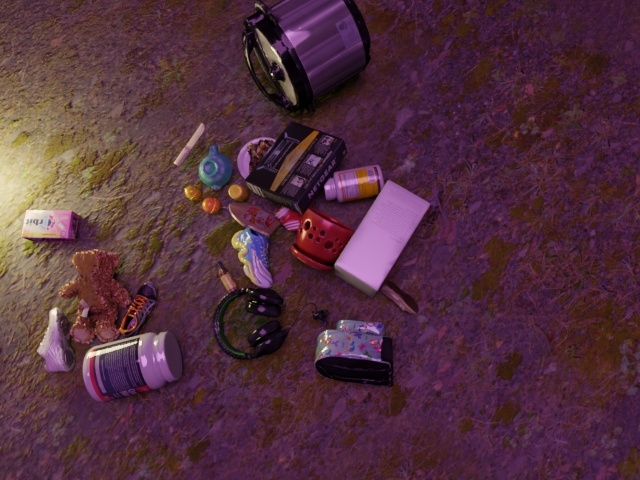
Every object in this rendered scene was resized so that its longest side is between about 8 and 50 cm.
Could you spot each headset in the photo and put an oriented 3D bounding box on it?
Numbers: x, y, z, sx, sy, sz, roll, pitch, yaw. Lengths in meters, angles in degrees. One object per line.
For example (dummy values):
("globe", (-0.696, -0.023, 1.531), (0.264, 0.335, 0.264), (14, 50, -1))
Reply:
("headset", (-0.176, 0.279, 1.695), (0.395, 0.185, 0.243), (-10, 81, 16))

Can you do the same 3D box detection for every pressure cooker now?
("pressure cooker", (-0.073, -0.708, 1.797), (0.421, 0.375, 0.369), (-34, 80, -7))

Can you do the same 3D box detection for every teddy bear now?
("teddy bear", (-0.804, 0.203, 1.751), (0.245, 0.113, 0.337), (-20, 83, 5))

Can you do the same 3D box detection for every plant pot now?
("plant pot", (0.000, 0.000, 1.703), (0.191, 0.191, 0.174), (31, 100, 10))

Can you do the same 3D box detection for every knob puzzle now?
("knob puzzle", (-0.247, -0.081, 1.761), (0.213, 0.213, 0.029), (29, 116, 9))

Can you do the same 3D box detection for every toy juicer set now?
("toy juicer set", (-0.434, -0.250, 1.852), (0.209, 0.089, 0.328), (-33, 85, 8))

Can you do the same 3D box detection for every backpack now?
("backpack", (0.108, 0.371, 1.594), (0.254, 0.225, 0.191), (-3, 53, 7))

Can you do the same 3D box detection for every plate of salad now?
("plate of salad", (-0.222, -0.310, 1.870), (0.200, 0.048, 0.199), (-1, 76, 3))

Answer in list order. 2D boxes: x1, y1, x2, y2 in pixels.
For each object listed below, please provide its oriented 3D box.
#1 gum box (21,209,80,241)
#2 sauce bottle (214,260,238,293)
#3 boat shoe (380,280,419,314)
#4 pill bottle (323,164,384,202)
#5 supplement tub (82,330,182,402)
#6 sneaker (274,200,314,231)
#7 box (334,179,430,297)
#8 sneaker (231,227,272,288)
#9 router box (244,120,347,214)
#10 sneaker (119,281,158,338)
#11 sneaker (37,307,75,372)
("gum box", (-1.011, -0.054, 1.835), (0.189, 0.062, 0.107), (1, 76, 3))
("sauce bottle", (-0.343, 0.133, 1.766), (0.042, 0.042, 0.128), (-31, 78, -5))
("boat shoe", (0.279, 0.209, 1.717), (0.153, 0.048, 0.056), (40, 36, 8))
("pill bottle", (0.120, -0.205, 1.790), (0.215, 0.117, 0.117), (-10, 76, 0))
("supplement tub", (-0.624, 0.418, 1.630), (0.273, 0.191, 0.191), (-14, 76, 0))
("sneaker", (-0.055, -0.115, 1.812), (0.221, 0.087, 0.128), (-39, 101, -14))
("box", (0.208, 0.003, 1.682), (0.168, 0.215, 0.345), (32, 80, 9))
("sneaker", (-0.225, 0.050, 1.733), (0.126, 0.091, 0.240), (-44, 74, 30))
("router box", (-0.086, -0.271, 1.768), (0.243, 0.081, 0.308), (26, 70, 26))
("sneaker", (-0.646, 0.248, 1.731), (0.084, 0.083, 0.214), (14, 76, 8))
("sneaker", (-0.949, 0.355, 1.718), (0.116, 0.090, 0.232), (-13, 75, 3))
